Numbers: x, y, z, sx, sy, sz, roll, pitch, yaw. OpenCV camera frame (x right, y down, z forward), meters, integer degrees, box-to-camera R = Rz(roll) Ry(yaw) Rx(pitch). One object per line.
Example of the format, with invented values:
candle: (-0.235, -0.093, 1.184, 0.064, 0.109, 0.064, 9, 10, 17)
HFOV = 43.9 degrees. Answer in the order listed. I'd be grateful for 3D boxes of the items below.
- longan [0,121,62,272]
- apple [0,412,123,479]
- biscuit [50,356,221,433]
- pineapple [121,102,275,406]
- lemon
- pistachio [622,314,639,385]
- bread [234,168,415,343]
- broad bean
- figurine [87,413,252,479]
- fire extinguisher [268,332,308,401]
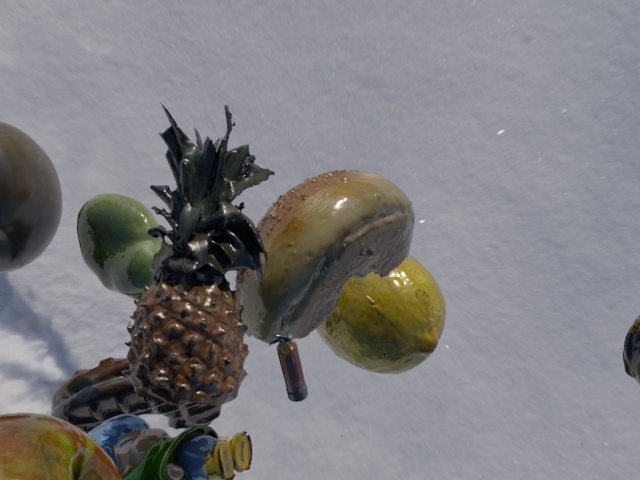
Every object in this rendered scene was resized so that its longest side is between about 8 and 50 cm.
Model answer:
longan: (-0.678, -0.092, 1.646, 0.288, 0.350, 0.288, 4, 51, -5)
apple: (-0.305, 0.300, 0.777, 0.226, 0.246, 0.246, -33, 90, 1)
biscuit: (-0.386, 0.334, 1.663, 0.366, 0.268, 0.115, -13, 57, -8)
pineapple: (-0.142, 0.018, 0.973, 0.165, 0.165, 0.365, 9, 91, 0)
lemon: (0.114, 0.134, 1.579, 0.260, 0.260, 0.284, -27, 54, -1)
pistachio: (0.292, 0.085, 0.580, 0.173, 0.049, 0.089, 28, 122, -18)
bread: (-0.003, 0.000, 1.132, 0.314, 0.192, 0.171, -38, 65, -21)
broad bean: (-0.339, 0.017, 1.389, 0.169, 0.100, 0.228, -42, 71, 28)
figurine: (-0.219, 0.301, 1.046, 0.263, 0.162, 0.143, -13, 92, 25)
fire extinguisher: (-0.032, 0.125, 0.799, 0.028, 0.022, 0.083, -13, 121, -2)
